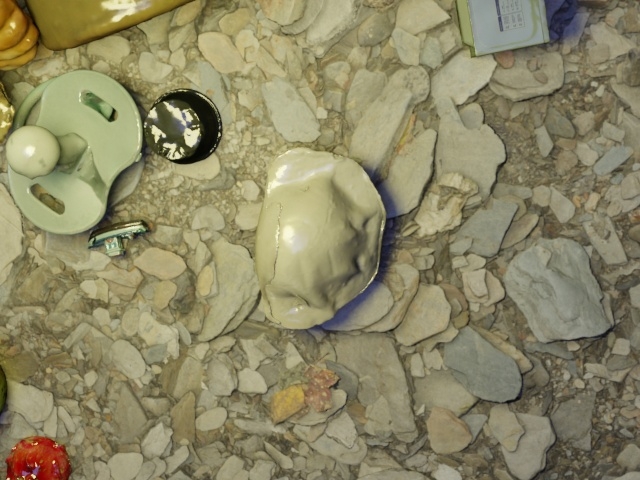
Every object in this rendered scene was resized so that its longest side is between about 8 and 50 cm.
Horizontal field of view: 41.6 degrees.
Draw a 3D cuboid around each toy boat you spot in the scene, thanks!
[{"bbox_3d":[-0.425,-0.001,1.769,0.140,0.059,0.066,-13,83,10],"label":"toy boat"}]

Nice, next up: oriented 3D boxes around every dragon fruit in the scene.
[{"bbox_3d":[-0.638,0.520,1.872,0.153,0.111,0.153,0,104,2],"label":"dragon fruit"}]

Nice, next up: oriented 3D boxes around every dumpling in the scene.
[{"bbox_3d":[0.000,0.004,1.682,0.260,0.181,0.341,3,80,-5],"label":"dumpling"}]

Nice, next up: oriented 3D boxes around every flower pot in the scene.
[{"bbox_3d":[-0.286,-0.225,1.690,0.157,0.107,0.157,1,101,6],"label":"flower pot"}]

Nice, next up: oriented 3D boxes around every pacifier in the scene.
[{"bbox_3d":[-0.518,-0.180,1.640,0.288,0.269,0.343,33,100,11],"label":"pacifier"}]

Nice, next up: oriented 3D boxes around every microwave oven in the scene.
[{"bbox_3d":[0.335,-0.459,1.579,0.162,0.122,0.208,-9,100,7],"label":"microwave oven"}]

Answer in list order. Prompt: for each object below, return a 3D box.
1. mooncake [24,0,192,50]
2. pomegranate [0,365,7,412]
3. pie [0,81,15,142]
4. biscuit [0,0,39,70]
[{"bbox_3d":[-0.369,-0.529,1.570,0.394,0.393,0.246,-39,123,-30],"label":"mooncake"},{"bbox_3d":[-0.788,0.319,1.773,0.214,0.248,0.214,1,96,9],"label":"pomegranate"},{"bbox_3d":[-0.685,-0.289,1.664,0.282,0.068,0.129,45,113,39],"label":"pie"},{"bbox_3d":[-0.669,-0.408,1.515,0.325,0.326,0.107,24,75,0],"label":"biscuit"}]
